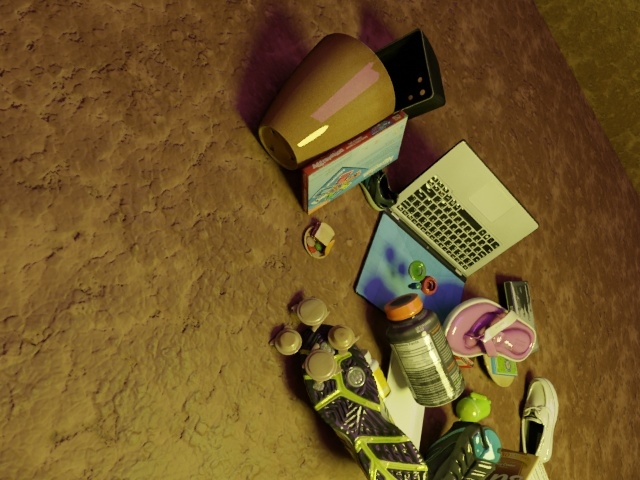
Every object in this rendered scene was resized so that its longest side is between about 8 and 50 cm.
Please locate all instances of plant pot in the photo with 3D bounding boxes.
[{"bbox_3d":[-0.006,-0.278,0.966,0.254,0.237,0.237,-45,108,-21],"label":"plant pot"},{"bbox_3d":[0.245,-0.432,1.219,0.167,0.187,0.188,-2,81,-52],"label":"plant pot"}]

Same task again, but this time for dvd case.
[{"bbox_3d":[0.667,0.253,1.456,0.179,0.029,0.239,5,77,-50],"label":"dvd case"}]

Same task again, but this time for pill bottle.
[{"bbox_3d":[0.111,0.311,1.005,0.065,0.065,0.116,-32,100,-38],"label":"pill bottle"},{"bbox_3d":[0.236,0.250,1.036,0.130,0.130,0.246,-28,97,-39],"label":"pill bottle"}]

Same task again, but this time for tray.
[{"bbox_3d":[0.198,0.393,1.076,0.145,0.030,0.270,30,63,-30],"label":"tray"}]

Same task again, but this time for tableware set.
[{"bbox_3d":[-0.010,0.200,0.900,0.168,0.020,0.141,36,61,20],"label":"tableware set"}]

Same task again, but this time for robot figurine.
[{"bbox_3d":[0.419,0.461,1.209,0.115,0.067,0.101,-3,111,-39],"label":"robot figurine"}]

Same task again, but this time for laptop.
[{"bbox_3d":[0.350,0.037,1.156,0.382,0.408,0.236,37,26,-26],"label":"laptop"}]

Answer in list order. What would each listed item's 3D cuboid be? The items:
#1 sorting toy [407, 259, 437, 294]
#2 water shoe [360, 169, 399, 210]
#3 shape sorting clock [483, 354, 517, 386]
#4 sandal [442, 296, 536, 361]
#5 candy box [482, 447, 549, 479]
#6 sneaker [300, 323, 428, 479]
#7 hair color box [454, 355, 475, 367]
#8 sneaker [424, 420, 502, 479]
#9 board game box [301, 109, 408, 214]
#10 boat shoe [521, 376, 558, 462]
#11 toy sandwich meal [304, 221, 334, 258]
[{"bbox_3d":[0.244,0.098,1.100,0.102,0.042,0.061,49,66,-13],"label":"sorting toy"},{"bbox_3d":[0.131,-0.172,1.122,0.203,0.080,0.073,54,53,-15],"label":"water shoe"},{"bbox_3d":[0.547,0.342,1.353,0.206,0.040,0.206,16,64,-36],"label":"shape sorting clock"},{"bbox_3d":[0.493,0.256,1.208,0.416,0.102,0.169,14,92,-35],"label":"sandal"},{"bbox_3d":[0.403,0.647,1.079,0.316,0.183,0.088,-28,98,-39],"label":"candy box"},{"bbox_3d":[0.066,0.359,0.925,0.145,0.147,0.385,-26,78,-15],"label":"sneaker"},{"bbox_3d":[0.415,0.285,1.263,0.072,0.043,0.141,38,58,-24],"label":"hair color box"},{"bbox_3d":[0.285,0.575,1.040,0.341,0.139,0.125,-41,91,-14],"label":"sneaker"},{"bbox_3d":[0.077,-0.175,0.997,0.281,0.145,0.027,-34,64,-20],"label":"board game box"},{"bbox_3d":[0.680,0.555,1.374,0.084,0.095,0.258,25,64,-36],"label":"boat shoe"},{"bbox_3d":[0.000,0.000,1.012,0.085,0.029,0.086,10,74,-36],"label":"toy sandwich meal"}]
